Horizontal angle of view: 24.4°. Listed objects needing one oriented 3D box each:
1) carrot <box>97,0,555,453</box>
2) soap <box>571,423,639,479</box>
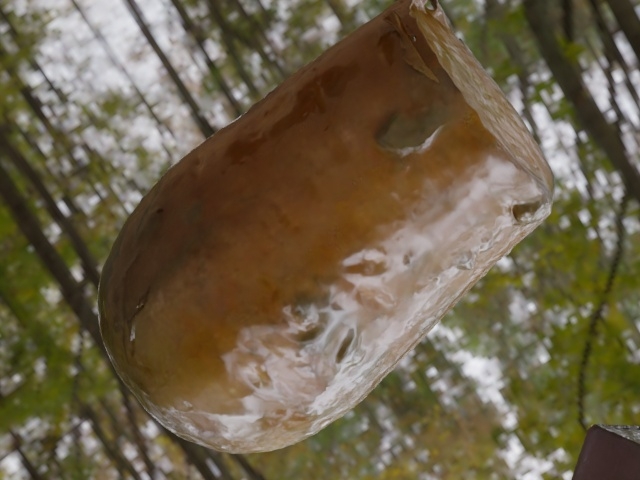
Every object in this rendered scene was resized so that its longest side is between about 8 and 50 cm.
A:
[{"bbox_3d":[0.000,0.000,1.086,0.341,0.224,0.224,-39,-165,17],"label":"carrot"},{"bbox_3d":[0.390,0.363,1.748,0.296,0.285,0.107,8,-168,-44],"label":"soap"}]
